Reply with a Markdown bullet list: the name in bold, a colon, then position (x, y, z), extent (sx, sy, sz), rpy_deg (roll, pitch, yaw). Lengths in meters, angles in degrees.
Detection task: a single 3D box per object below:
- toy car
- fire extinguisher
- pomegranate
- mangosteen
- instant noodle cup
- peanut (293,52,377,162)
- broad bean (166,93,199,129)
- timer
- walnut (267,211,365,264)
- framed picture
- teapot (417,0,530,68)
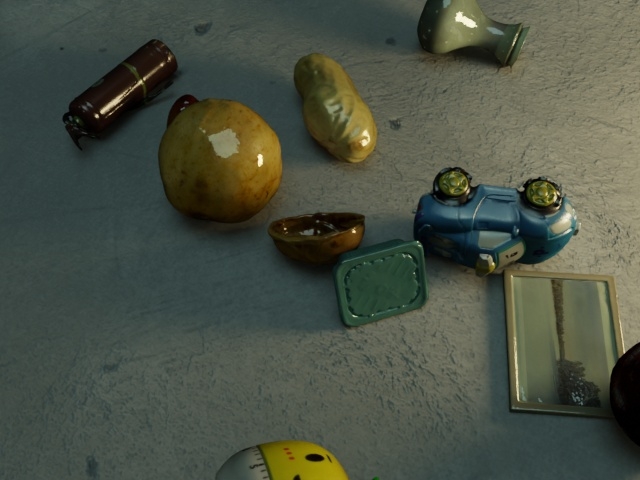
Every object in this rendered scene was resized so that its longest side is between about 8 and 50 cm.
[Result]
- **toy car**: position (0.330, -0.017, 1.351), extent (0.314, 0.198, 0.166), rpy_deg (8, 67, 9)
- **fire extinguisher**: position (-0.476, -0.340, 1.676), extent (0.141, 0.105, 0.341), rpy_deg (27, 59, 22)
- **pomegranate**: position (-0.204, -0.163, 1.457), extent (0.260, 0.260, 0.261), rpy_deg (-2, 56, 3)
- **mangosteen**: position (0.572, 0.254, 1.141), extent (0.209, 0.210, 0.210), rpy_deg (-2, 56, 3)
- **instant noodle cup**: position (0.110, 0.070, 1.340), extent (0.179, 0.157, 0.070), rpy_deg (-14, 33, -6)
- **peanut**: position (0.022, -0.308, 1.599), extent (0.147, 0.148, 0.319), rpy_deg (-19, 59, -9)
- **broad bean**: position (-0.294, -0.251, 1.616), extent (0.114, 0.084, 0.165), rpy_deg (-33, 59, 16)
- **timer**: position (-0.007, 0.420, 1.044), extent (0.285, 0.285, 0.285), rpy_deg (-2, 56, 3)
- **walnut**: position (-0.001, 0.002, 1.408), extent (0.211, 0.087, 0.167), rpy_deg (3, 23, 33)
- **framed picture**: position (0.449, 0.184, 1.305), extent (0.213, 0.016, 0.289), rpy_deg (3, 56, 7)
- **teapot**: position (0.368, -0.512, 1.701), extent (0.250, 0.183, 0.184), rpy_deg (24, 60, 7)
